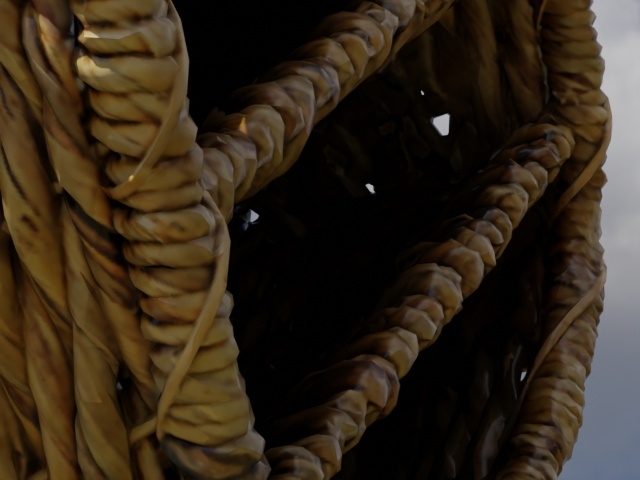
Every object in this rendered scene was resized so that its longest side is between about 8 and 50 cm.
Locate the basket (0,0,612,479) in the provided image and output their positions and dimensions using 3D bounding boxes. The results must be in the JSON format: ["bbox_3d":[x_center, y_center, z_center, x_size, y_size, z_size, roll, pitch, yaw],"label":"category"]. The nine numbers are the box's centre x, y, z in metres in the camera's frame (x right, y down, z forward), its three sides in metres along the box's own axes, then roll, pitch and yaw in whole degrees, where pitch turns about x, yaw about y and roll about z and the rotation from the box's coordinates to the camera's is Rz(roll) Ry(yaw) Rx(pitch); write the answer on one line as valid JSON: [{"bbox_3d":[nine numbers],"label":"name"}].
[{"bbox_3d":[0.000,0.000,0.511,0.223,0.299,0.213,-39,-87,30],"label":"basket"}]
